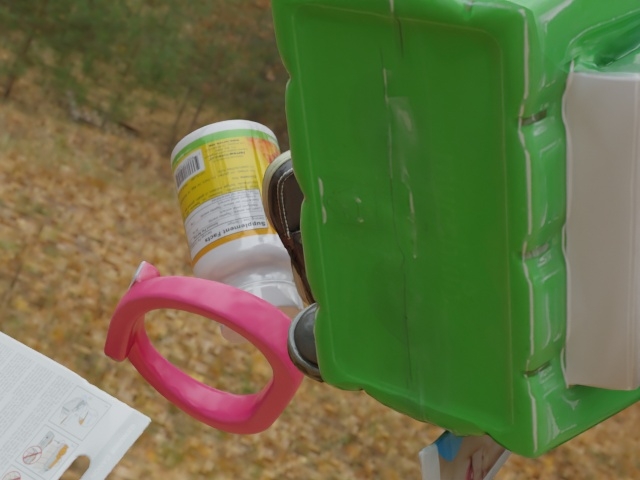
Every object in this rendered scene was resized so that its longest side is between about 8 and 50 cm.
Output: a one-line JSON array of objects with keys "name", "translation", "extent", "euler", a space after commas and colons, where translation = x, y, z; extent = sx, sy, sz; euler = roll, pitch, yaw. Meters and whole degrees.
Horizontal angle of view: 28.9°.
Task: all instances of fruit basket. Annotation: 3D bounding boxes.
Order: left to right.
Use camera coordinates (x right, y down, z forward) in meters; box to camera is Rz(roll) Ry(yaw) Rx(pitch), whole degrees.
[{"name": "fruit basket", "translation": [0.140, -0.081, 0.555], "extent": [0.165, 0.327, 0.353], "euler": [21, 39, 39]}]

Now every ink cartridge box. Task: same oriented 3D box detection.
[{"name": "ink cartridge box", "translation": [-0.452, 0.314, 1.769], "extent": [0.385, 0.308, 0.091], "euler": [22, -28, 33]}]

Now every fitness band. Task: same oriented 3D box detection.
[{"name": "fitness band", "translation": [-0.123, 0.121, 1.322], "extent": [0.209, 0.054, 0.291], "euler": [29, -31, -1]}]

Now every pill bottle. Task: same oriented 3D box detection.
[{"name": "pill bottle", "translation": [-0.093, -0.008, 1.492], "extent": [0.136, 0.136, 0.246], "euler": [19, 49, -49]}]

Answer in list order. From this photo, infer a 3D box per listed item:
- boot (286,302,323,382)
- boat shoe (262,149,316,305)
[{"name": "boot", "translation": [0.075, 0.010, 0.778], "extent": [0.189, 0.076, 0.208], "euler": [-8, -31, -9]}, {"name": "boat shoe", "translation": [-0.001, 0.001, 1.344], "extent": [0.073, 0.080, 0.224], "euler": [43, -23, 44]}]
